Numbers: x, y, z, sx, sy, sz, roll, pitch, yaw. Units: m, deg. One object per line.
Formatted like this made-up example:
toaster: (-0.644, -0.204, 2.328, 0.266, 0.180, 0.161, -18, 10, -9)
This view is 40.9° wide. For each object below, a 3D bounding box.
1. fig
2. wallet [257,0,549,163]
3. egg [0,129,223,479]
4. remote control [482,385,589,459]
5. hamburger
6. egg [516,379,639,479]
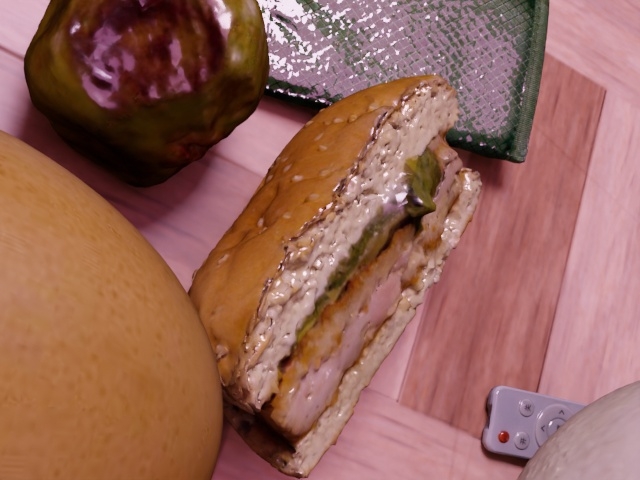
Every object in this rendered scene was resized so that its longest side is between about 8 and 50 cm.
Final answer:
fig: (-0.104, -0.117, 0.525, 0.144, 0.154, 0.165, -4, 48, -11)
wallet: (0.056, -0.158, 0.642, 0.236, 0.055, 0.160, 13, 75, -15)
egg: (-0.195, 0.061, 0.363, 0.323, 0.250, 0.250, 19, 71, -25)
remote control: (0.205, 0.151, 0.652, 0.184, 0.027, 0.049, 15, 77, -16)
hamburger: (0.000, 0.000, 0.536, 0.262, 0.131, 0.124, -52, 135, -31)
egg: (0.252, 0.184, 0.541, 0.337, 0.337, 0.201, 24, 38, -18)
